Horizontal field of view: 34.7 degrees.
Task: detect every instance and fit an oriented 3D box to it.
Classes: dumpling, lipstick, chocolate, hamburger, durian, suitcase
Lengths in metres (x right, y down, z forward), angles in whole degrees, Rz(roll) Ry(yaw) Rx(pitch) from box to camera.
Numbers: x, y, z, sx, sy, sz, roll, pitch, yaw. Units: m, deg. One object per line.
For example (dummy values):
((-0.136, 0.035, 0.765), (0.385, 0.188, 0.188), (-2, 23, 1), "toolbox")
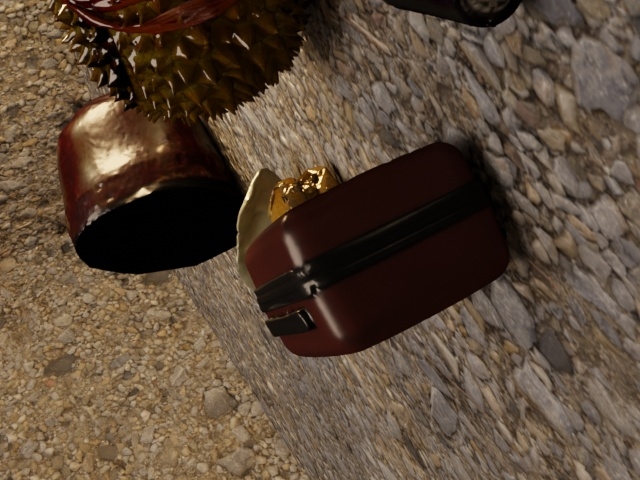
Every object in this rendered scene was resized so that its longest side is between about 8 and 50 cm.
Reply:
((-0.073, 0.000, 1.648), (0.126, 0.166, 0.216), (25, 143, 27), "dumpling")
((0.072, -0.248, 0.913), (0.299, 0.081, 0.081), (37, 149, 58), "lipstick")
((-0.361, -0.146, 2.121), (0.383, 0.383, 0.331), (96, 161, -63), "chocolate")
((0.000, 0.001, 1.500), (0.214, 0.108, 0.214), (55, 162, 28), "hamburger")
((-0.175, -0.313, 1.237), (0.384, 0.347, 0.347), (33, -165, -49), "durian")
((0.049, 0.019, 1.116), (0.161, 0.236, 0.297), (64, 166, 0), "suitcase")
